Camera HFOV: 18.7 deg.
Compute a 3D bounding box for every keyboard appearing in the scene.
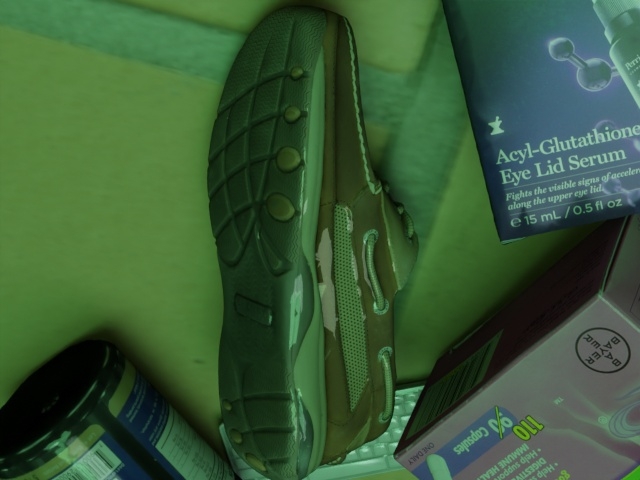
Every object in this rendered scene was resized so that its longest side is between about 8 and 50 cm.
[{"bbox_3d":[0.058,0.138,1.417,0.256,0.014,0.072,-11,117,7],"label":"keyboard"}]

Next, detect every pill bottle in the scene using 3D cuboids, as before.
[{"bbox_3d":[-0.126,0.185,1.384,0.123,0.123,0.219,-34,112,17],"label":"pill bottle"}]

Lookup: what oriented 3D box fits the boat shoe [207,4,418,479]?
[{"bbox_3d":[0.000,0.000,1.304,0.116,0.123,0.324,-9,113,-32],"label":"boat shoe"}]

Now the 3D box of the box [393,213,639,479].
[{"bbox_3d":[0.214,0.135,1.293,0.243,0.117,0.213,41,128,-9],"label":"box"}]

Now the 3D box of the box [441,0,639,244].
[{"bbox_3d":[0.162,-0.123,1.227,0.153,0.108,0.207,-13,117,8],"label":"box"}]
